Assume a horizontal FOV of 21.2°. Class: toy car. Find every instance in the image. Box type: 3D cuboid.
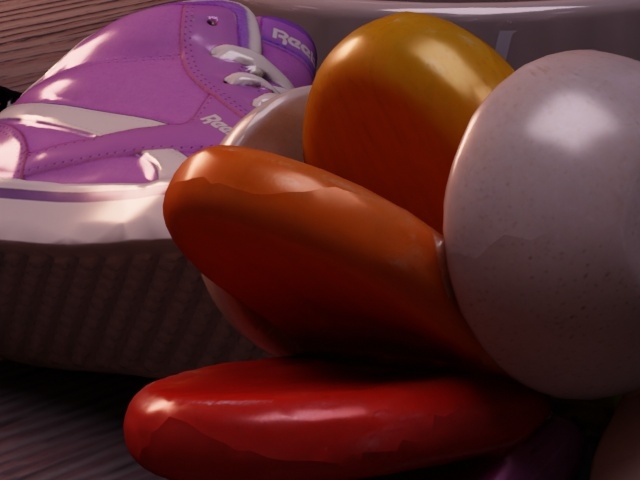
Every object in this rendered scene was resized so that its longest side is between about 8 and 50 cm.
[{"bbox_3d":[0.025,0.045,0.405,0.136,0.182,0.159,-35,18,-29],"label":"toy car"}]

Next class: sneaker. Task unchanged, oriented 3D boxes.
[{"bbox_3d":[-0.012,-0.025,0.605,0.282,0.102,0.161,11,51,31],"label":"sneaker"}]

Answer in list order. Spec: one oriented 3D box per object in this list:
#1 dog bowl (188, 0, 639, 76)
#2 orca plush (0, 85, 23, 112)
[{"bbox_3d":[0.088,-0.107,0.905,0.349,0.102,0.349,-1,20,0],"label":"dog bowl"},{"bbox_3d":[-0.259,-0.078,0.856,0.287,0.102,0.151,0,20,5],"label":"orca plush"}]
